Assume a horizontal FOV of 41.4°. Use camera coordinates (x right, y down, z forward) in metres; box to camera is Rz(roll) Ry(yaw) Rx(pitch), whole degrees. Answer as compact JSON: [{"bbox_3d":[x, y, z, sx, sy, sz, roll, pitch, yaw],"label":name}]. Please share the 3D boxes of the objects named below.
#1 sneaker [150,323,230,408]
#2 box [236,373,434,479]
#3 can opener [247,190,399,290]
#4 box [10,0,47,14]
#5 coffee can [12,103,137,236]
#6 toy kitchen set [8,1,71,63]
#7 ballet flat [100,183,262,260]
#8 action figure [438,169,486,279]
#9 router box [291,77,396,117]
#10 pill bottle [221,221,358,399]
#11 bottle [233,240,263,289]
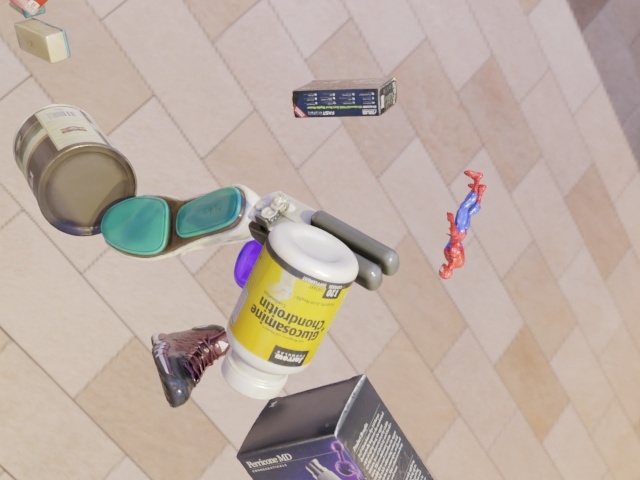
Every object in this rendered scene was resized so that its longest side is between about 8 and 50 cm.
[{"bbox_3d":[-0.239,0.222,1.653,0.162,0.281,0.106,-17,108,-11],"label":"sneaker"},{"bbox_3d":[0.027,0.281,1.010,0.207,0.153,0.108,56,35,-16],"label":"box"},{"bbox_3d":[0.000,0.000,1.277,0.074,0.280,0.093,-41,136,-26],"label":"can opener"},{"bbox_3d":[-0.465,-0.457,1.180,0.257,0.128,0.123,33,33,-41],"label":"box"},{"bbox_3d":[-0.527,-0.156,1.806,0.201,0.275,0.202,-14,121,-24],"label":"coffee can"},{"bbox_3d":[-0.473,-0.458,1.554,0.166,0.122,0.207,-31,133,-34],"label":"toy kitchen set"},{"bbox_3d":[-0.253,-0.023,1.626,0.139,0.400,0.139,12,74,-52],"label":"ballet flat"},{"bbox_3d":[0.137,-0.013,0.833,0.038,0.030,0.115,65,38,-56],"label":"action figure"},{"bbox_3d":[0.033,-0.191,1.134,0.092,0.122,0.038,-48,136,-63],"label":"router box"},{"bbox_3d":[-0.040,0.080,0.919,0.103,0.103,0.184,7,120,-37],"label":"pill bottle"},{"bbox_3d":[-0.093,0.058,1.770,0.118,0.092,0.283,-67,166,0],"label":"bottle"}]
